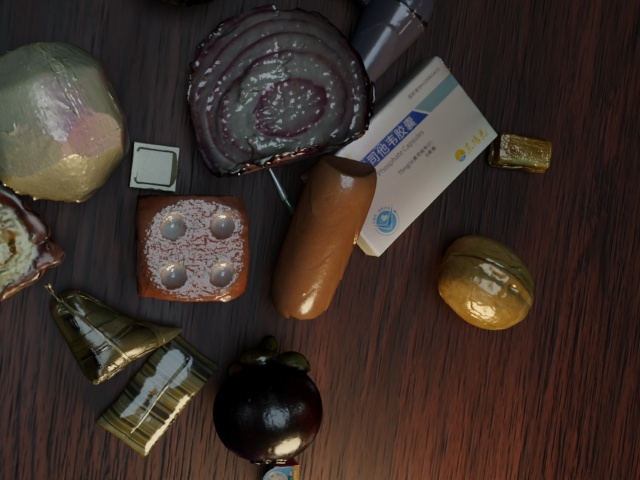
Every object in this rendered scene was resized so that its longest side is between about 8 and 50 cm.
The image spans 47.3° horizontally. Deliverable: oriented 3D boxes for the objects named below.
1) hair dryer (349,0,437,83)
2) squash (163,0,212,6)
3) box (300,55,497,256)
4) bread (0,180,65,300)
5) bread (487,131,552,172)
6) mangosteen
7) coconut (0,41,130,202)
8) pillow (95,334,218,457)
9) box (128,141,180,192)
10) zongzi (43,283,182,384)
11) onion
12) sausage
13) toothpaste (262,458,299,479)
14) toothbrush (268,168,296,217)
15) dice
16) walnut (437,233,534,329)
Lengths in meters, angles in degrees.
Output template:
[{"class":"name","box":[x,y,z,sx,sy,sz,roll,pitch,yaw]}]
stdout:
[{"class":"hair dryer","box":[0.011,-0.437,1.303,0.361,0.121,0.301,35,92,-8]},{"class":"squash","box":[-0.226,-0.470,1.179,0.193,0.156,0.193,1,78,-4]},{"class":"box","box":[0.152,-0.160,1.371,0.343,0.065,0.200,-44,105,-11]},{"class":"bread","box":[-0.543,0.012,1.122,0.244,0.123,0.190,-32,101,-14]},{"class":"bread","box":[0.400,-0.176,1.461,0.132,0.053,0.074,4,89,-19]},{"class":"mangosteen","box":[-0.090,0.270,1.270,0.194,0.194,0.231,8,66,-19]},{"class":"coconut","box":[-0.402,-0.168,1.104,0.227,0.227,0.230,-23,95,-16]},{"class":"pillow","box":[-0.282,0.267,1.272,0.113,0.038,0.203,41,80,-16]},{"class":"box","box":[-0.281,-0.125,1.245,0.083,0.035,0.079,7,92,-20]},{"class":"zongzi","box":[-0.346,0.119,1.222,0.178,0.081,0.189,-30,101,-22]},{"class":"onion","box":[-0.064,-0.254,1.254,0.314,0.146,0.280,-14,80,10]},{"class":"sausage","box":[0.000,0.001,1.267,0.121,0.121,0.304,13,113,-19]},{"class":"toothpaste","box":[-0.082,0.505,1.355,0.070,0.044,0.193,2,93,-17]},{"class":"toothbrush","box":[-0.054,-0.060,1.335,0.024,0.018,0.257,-36,104,-10]},{"class":"dice","box":[-0.217,0.010,1.203,0.179,0.175,0.174,-2,96,-19]},{"class":"walnut","box":[0.318,0.083,1.399,0.197,0.165,0.165,39,82,-9]}]
